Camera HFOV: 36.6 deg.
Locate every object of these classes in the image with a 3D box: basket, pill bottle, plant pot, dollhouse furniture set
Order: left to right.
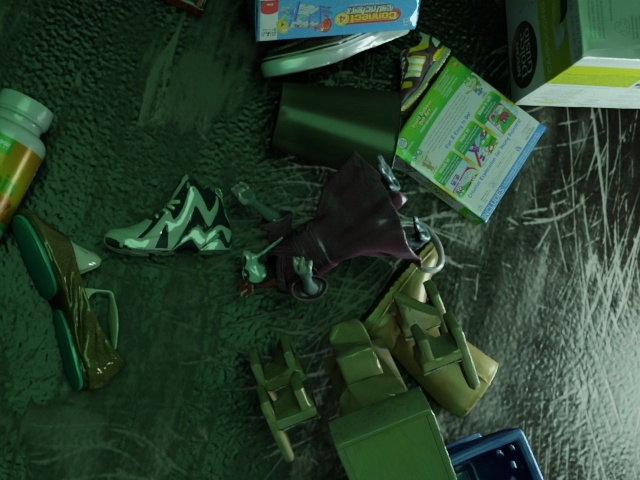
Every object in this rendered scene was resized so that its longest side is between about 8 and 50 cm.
[{"bbox_3d":[-0.569,-0.136,1.694,0.136,0.136,0.246,26,77,-9],"label":"pill bottle"},{"bbox_3d":[0.025,-0.216,1.844,0.226,0.154,0.204,10,56,-7],"label":"basket"},{"bbox_3d":[0.104,0.310,1.652,0.362,0.394,0.257,-21,114,-1],"label":"dollhouse furniture set"},{"bbox_3d":[0.270,0.486,1.766,0.235,0.212,0.236,-20,87,-16],"label":"plant pot"}]

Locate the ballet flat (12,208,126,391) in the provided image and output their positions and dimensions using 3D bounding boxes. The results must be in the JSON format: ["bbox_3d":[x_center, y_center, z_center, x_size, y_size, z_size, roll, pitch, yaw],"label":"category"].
[{"bbox_3d":[-0.433,0.095,1.717,0.124,0.116,0.343,-20,87,-36],"label":"ballet flat"}]

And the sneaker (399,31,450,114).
[{"bbox_3d":[0.182,-0.336,1.947,0.084,0.069,0.185,36,69,2],"label":"sneaker"}]

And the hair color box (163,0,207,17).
[{"bbox_3d":[-0.281,-0.495,1.865,0.141,0.043,0.072,22,78,-9],"label":"hair color box"}]

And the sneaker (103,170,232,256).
[{"bbox_3d":[-0.280,-0.052,1.775,0.234,0.094,0.153,-1,81,-14],"label":"sneaker"}]

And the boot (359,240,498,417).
[{"bbox_3d":[0.234,0.170,1.873,0.269,0.089,0.236,38,88,-5],"label":"boot"}]

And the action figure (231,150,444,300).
[{"bbox_3d":[0.000,0.000,1.794,0.370,0.275,0.248,-32,56,16],"label":"action figure"}]

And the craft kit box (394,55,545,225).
[{"bbox_3d":[0.291,-0.201,1.955,0.246,0.061,0.250,37,75,-8],"label":"craft kit box"}]

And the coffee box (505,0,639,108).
[{"bbox_3d":[0.583,-0.465,1.918,0.338,0.334,0.338,-1,83,-12],"label":"coffee box"}]

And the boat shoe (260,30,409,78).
[{"bbox_3d":[0.018,-0.410,1.880,0.335,0.121,0.119,-27,107,-26],"label":"boat shoe"}]

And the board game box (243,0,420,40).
[{"bbox_3d":[-0.001,-0.506,1.823,0.308,0.086,0.302,-7,47,-12],"label":"board game box"}]
